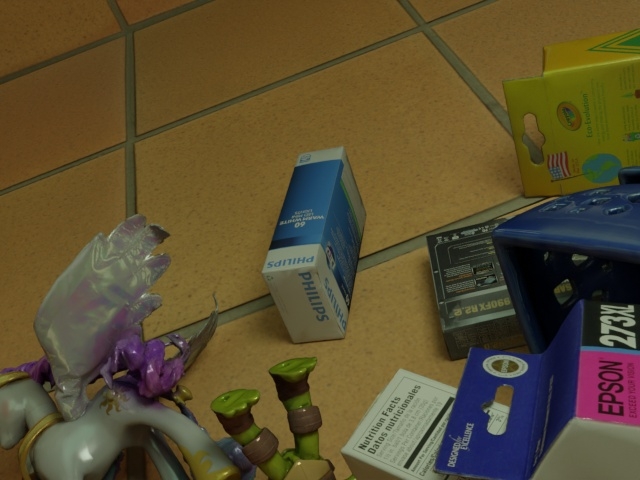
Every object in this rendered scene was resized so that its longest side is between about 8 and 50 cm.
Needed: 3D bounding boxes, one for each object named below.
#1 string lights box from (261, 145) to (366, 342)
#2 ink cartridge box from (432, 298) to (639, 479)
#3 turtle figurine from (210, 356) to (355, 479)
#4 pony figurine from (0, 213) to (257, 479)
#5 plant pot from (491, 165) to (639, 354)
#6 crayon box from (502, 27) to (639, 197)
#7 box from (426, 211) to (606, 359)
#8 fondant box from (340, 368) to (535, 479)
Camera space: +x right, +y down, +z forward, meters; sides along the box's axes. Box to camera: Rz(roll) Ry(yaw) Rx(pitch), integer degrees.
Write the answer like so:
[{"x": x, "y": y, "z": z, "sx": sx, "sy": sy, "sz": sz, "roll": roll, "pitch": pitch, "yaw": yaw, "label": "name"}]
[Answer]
[{"x": 0.000, "y": 0.000, "z": 1.118, "sx": 0.076, "sy": 0.133, "sz": 0.260, "roll": -7, "pitch": 38, "yaw": 18, "label": "string lights box"}, {"x": 0.272, "y": 0.109, "z": 0.533, "sx": 0.370, "sy": 0.069, "sz": 0.176, "roll": 2, "pitch": 21, "yaw": 19, "label": "ink cartridge box"}, {"x": -0.007, "y": 0.229, "z": 0.800, "sx": 0.269, "sy": 0.217, "sz": 0.087, "roll": -23, "pitch": 9, "yaw": -14, "label": "turtle figurine"}, {"x": -0.233, "y": 0.193, "z": 0.917, "sx": 0.351, "sy": 0.303, "sz": 0.363, "roll": -41, "pitch": 54, "yaw": -11, "label": "pony figurine"}, {"x": 0.339, "y": 0.053, "z": 0.766, "sx": 0.212, "sy": 0.236, "sz": 0.236, "roll": -29, "pitch": 18, "yaw": -21, "label": "plant pot"}, {"x": 0.415, "y": -0.172, "z": 1.067, "sx": 0.318, "sy": 0.202, "sz": 0.081, "roll": -6, "pitch": 38, "yaw": 20, "label": "crayon box"}, {"x": 0.255, "y": 0.042, "z": 1.000, "sx": 0.231, "sy": 0.056, "sz": 0.183, "roll": -15, "pitch": 37, "yaw": 10, "label": "box"}, {"x": 0.199, "y": 0.248, "z": 0.611, "sx": 0.330, "sy": 0.238, "sz": 0.096, "roll": 15, "pitch": 52, "yaw": 40, "label": "fondant box"}]
